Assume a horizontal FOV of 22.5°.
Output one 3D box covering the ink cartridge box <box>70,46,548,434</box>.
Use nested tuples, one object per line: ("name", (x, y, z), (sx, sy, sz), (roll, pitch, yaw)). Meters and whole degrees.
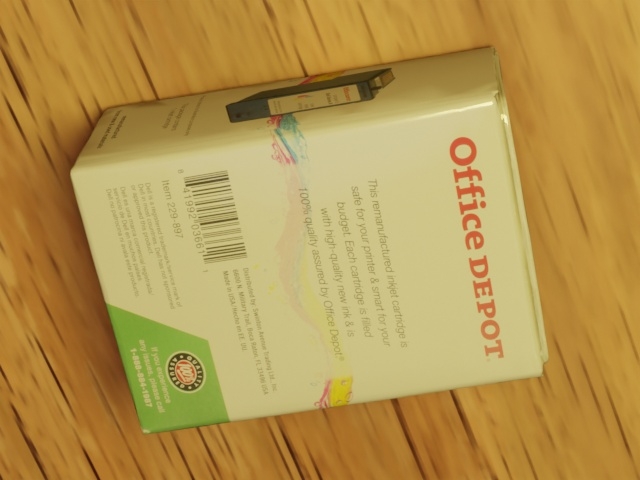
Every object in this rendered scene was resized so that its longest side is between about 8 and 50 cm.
("ink cartridge box", (0.000, 0.000, 0.819), (0.212, 0.093, 0.154), (-9, 113, 9))
